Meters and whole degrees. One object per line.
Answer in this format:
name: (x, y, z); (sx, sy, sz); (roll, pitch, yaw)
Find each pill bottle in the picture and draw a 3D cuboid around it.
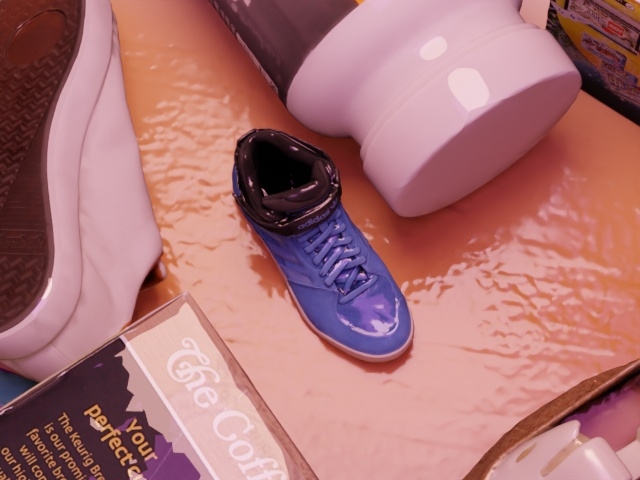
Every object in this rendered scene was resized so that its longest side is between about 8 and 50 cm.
pill bottle: (0.018, -0.161, 1.133); (0.162, 0.162, 0.278); (-33, 74, -9)

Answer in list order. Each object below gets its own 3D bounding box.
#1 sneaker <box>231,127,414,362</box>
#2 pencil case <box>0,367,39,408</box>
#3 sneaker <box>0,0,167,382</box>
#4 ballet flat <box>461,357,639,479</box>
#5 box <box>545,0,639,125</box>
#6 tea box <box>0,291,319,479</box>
sneaker: (-0.001, 0.000, 1.121); (0.058, 0.084, 0.152); (-32, 74, -8)
pencil case: (-0.229, 0.075, 1.113); (0.152, 0.070, 0.064); (28, 75, 11)
sneaker: (-0.150, -0.033, 1.145); (0.106, 0.123, 0.290); (-19, 50, 24)
ballet flat: (0.184, 0.111, 1.059); (0.342, 0.124, 0.116); (-33, 74, -8)
box: (0.235, -0.086, 1.102); (0.233, 0.159, 0.044); (34, 78, 11)
tea box: (-0.100, 0.263, 0.969); (0.323, 0.220, 0.329); (-32, 74, -7)
